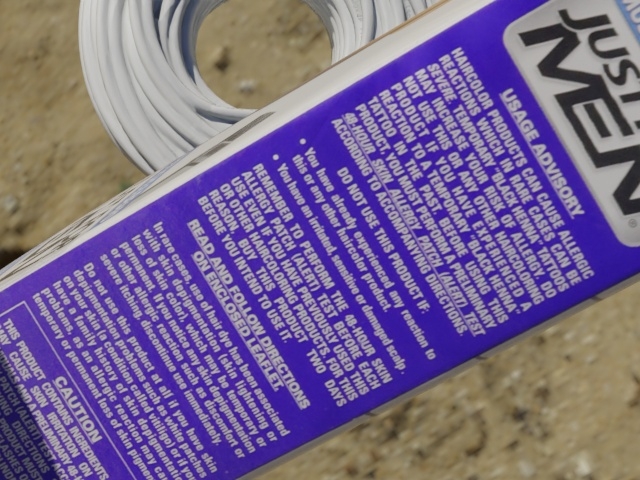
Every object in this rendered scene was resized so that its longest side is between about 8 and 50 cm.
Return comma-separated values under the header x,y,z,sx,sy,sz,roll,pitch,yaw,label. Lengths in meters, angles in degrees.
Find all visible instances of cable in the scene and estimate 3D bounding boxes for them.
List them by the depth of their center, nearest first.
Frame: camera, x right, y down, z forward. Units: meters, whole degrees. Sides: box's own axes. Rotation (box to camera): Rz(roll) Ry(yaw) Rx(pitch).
x,y,z,sx,sy,sz,roll,pitch,yaw,label
-0.040,-0.136,1.310,0.257,0.089,0.257,33,77,-2,cable

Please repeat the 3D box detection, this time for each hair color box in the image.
x,y,z,sx,sy,sz,roll,pitch,yaw,label
0.000,0.000,0.688,0.110,0.339,0.185,60,20,-6,hair color box
